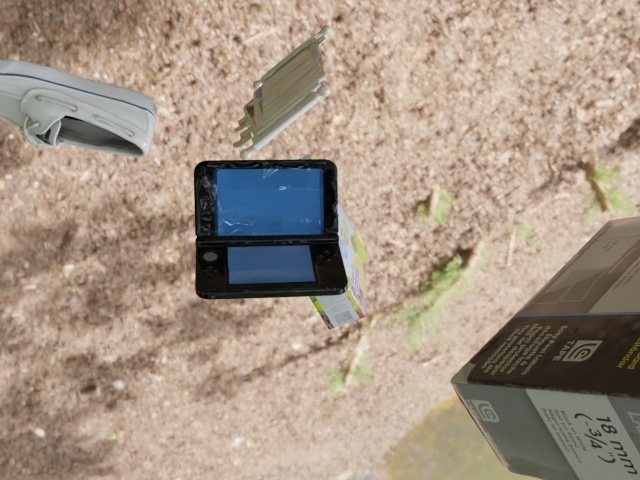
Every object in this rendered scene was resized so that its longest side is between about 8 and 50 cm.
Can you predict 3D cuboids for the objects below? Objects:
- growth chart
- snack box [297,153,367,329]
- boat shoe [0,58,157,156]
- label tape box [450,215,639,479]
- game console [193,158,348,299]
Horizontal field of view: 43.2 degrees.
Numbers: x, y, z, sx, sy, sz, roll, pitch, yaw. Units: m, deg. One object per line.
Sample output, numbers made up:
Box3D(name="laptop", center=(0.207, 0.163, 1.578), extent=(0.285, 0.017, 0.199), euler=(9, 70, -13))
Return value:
Box3D(name="growth chart", center=(-0.053, -0.210, 1.136), extent=(0.172, 0.237, 0.021), euler=(-33, 119, 20))
Box3D(name="snack box", center=(0.000, 0.000, 1.223), extent=(0.070, 0.174, 0.207), euler=(-22, 119, 16))
Box3D(name="boat shoe", center=(-0.354, -0.165, 1.071), extent=(0.268, 0.088, 0.096), euler=(11, 152, -19))
Box3D(name="label tape box", center=(0.289, 0.068, 0.552), extent=(0.241, 0.334, 0.106), euler=(-38, 104, -28))
Box3D(name="game console", center=(-0.042, -0.011, 0.659), extent=(0.122, 0.107, 0.071), euler=(-2, 124, -7))
